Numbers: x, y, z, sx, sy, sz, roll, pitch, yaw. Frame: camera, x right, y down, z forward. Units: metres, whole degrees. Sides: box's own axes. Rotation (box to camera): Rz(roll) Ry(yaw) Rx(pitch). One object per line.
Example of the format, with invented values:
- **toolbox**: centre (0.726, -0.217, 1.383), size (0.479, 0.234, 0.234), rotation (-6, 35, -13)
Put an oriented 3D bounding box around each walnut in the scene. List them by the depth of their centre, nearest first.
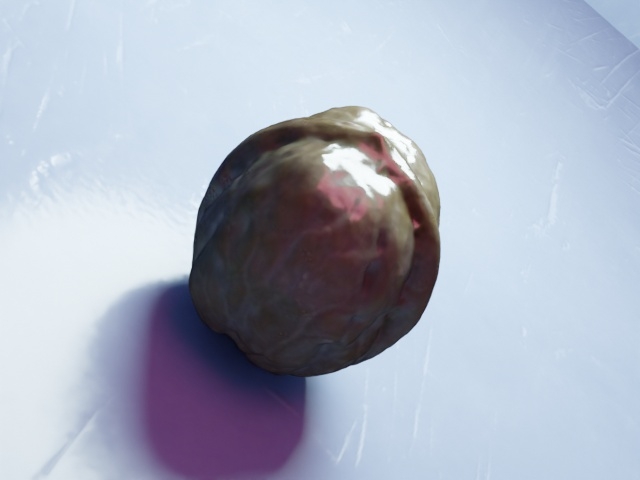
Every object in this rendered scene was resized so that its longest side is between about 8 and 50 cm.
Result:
- **walnut**: centre (0.000, 0.000, 1.006), size (0.224, 0.224, 0.224), rotation (29, 34, -22)
